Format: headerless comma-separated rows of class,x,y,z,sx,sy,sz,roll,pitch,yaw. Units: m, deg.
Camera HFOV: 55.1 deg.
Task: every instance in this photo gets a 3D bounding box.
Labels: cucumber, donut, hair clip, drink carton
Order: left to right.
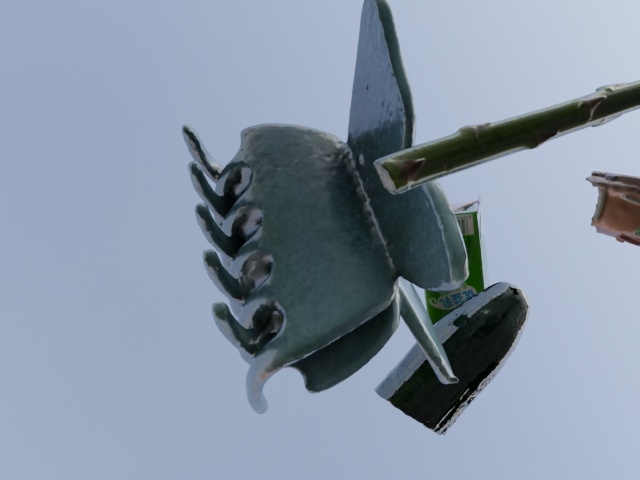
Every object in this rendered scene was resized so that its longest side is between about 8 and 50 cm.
hair clip,0.000,0.000,0.672,0.239,0.392,0.318,-14,-124,-3
drink carton,0.240,0.061,1.088,0.108,0.161,0.271,-4,-81,18
cucumber,0.190,0.150,0.843,0.115,0.063,0.244,40,-93,23
donut,0.309,-0.024,0.556,0.166,0.117,0.065,-3,-74,-54

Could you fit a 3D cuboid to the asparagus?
asparagus,0.147,-0.069,0.339,0.249,0.024,0.025,-17,-57,-11
